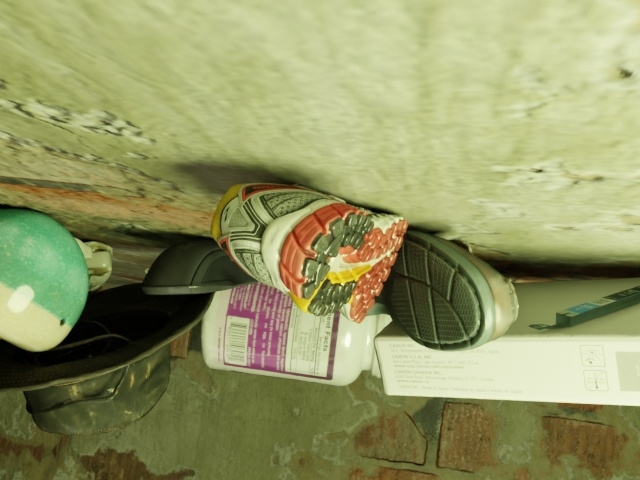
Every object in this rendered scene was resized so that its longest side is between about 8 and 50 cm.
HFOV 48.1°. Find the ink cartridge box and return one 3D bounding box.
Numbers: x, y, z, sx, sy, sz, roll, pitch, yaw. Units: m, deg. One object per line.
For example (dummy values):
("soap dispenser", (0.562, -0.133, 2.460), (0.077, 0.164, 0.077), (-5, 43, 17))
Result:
("ink cartridge box", (0.238, 0.070, 0.681), (0.296, 0.066, 0.261), (-5, -166, 32))

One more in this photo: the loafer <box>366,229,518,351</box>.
("loafer", (0.091, 0.032, 0.635), (0.084, 0.096, 0.267), (-10, -173, -24))

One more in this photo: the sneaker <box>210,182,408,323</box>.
("sneaker", (0.000, 0.000, 0.510), (0.092, 0.088, 0.225), (26, 179, 19))

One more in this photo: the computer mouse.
("computer mouse", (-0.158, 0.028, 0.898), (0.184, 0.060, 0.262), (-1, -179, 26))

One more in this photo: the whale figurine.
("whale figurine", (-0.383, 0.011, 0.810), (0.272, 0.141, 0.216), (29, 163, 14))

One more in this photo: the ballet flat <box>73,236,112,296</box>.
("ballet flat", (-0.357, 0.035, 1.019), (0.096, 0.095, 0.280), (-6, 170, 9))

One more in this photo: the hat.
("hat", (-0.270, 0.163, 0.908), (0.331, 0.134, 0.331), (-14, -167, 3))

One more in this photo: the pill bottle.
("pill bottle", (-0.020, 0.133, 1.106), (0.301, 0.169, 0.169), (7, 172, 4))
